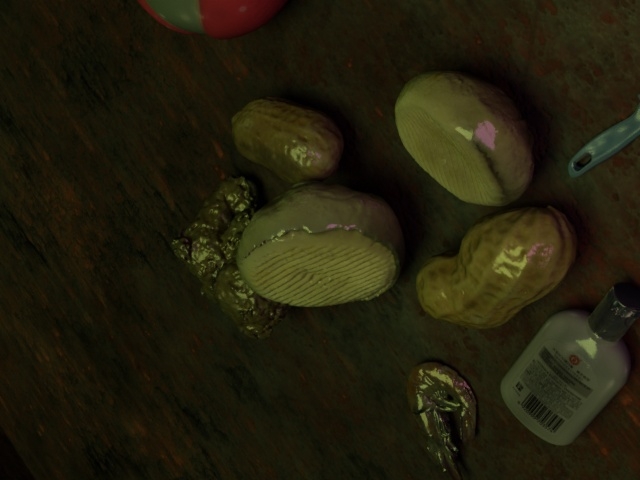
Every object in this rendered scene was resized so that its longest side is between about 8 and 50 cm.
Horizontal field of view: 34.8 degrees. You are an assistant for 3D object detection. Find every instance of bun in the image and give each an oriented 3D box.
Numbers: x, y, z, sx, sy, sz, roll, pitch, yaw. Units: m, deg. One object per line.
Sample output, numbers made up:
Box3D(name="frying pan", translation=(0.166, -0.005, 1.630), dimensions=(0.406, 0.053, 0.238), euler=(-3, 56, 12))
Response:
Box3D(name="bun", translation=(0.211, -0.153, 1.412), dimensions=(0.222, 0.127, 0.222), euler=(39, 163, 14))
Box3D(name="bun", translation=(0.000, 0.000, 1.632), dimensions=(0.287, 0.287, 0.146), euler=(-43, 39, 47))

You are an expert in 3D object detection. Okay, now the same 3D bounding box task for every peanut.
Box3D(name="peanut", translation=(-0.054, -0.164, 1.656), dimensions=(0.224, 0.129, 0.129), euler=(31, 130, 33))
Box3D(name="peanut", translation=(0.246, 0.046, 1.475), dimensions=(0.147, 0.147, 0.305), euler=(54, 142, 8))

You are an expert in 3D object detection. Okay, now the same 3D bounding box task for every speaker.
Box3D(name="speaker", translation=(-0.165, -0.455, 1.574), dimensions=(0.294, 0.294, 0.294), euler=(22, 125, 35))

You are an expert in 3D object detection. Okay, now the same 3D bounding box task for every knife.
Box3D(name="knife", translation=(0.416, -0.170, 1.276), dimensions=(0.044, 0.019, 0.313), euler=(57, 136, 9))

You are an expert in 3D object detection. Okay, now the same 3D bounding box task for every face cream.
Box3D(name="face cream", translation=(0.367, 0.171, 1.460), dimensions=(0.144, 0.071, 0.291), euler=(41, 135, 19))

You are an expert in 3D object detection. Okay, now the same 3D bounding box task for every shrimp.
Box3D(name="shrimp", translation=(0.215, 0.306, 1.706), dimensions=(0.126, 0.047, 0.223), euler=(-14, 99, 37))

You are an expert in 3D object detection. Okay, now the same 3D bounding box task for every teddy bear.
Box3D(name="teddy bear", translation=(-0.146, 0.048, 1.840), dimensions=(0.256, 0.156, 0.267), euler=(40, 133, 20))
